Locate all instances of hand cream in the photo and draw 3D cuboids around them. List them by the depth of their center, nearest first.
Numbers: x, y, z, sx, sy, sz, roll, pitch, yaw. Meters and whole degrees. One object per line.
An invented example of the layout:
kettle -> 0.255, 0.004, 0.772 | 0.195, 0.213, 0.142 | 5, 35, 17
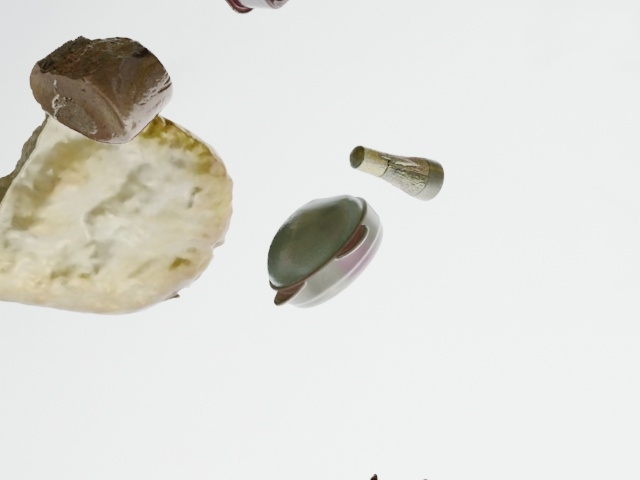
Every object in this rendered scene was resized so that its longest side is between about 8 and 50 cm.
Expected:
hand cream -> 0.139, -0.137, 1.361 | 0.084, 0.203, 0.084 | -27, -124, 49

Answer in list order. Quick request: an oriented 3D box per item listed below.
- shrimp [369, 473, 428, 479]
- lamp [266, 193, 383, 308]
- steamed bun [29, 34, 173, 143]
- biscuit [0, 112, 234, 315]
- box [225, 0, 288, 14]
shrimp -> 0.122, 0.379, 1.083 | 0.091, 0.127, 0.025 | 39, -64, 23
lamp -> -0.002, -0.002, 1.015 | 0.179, 0.108, 0.246 | -35, -165, 13
steamed bun -> -0.297, -0.220, 0.986 | 0.175, 0.106, 0.145 | 21, -130, 15
biscuit -> -0.367, -0.049, 1.261 | 0.429, 0.446, 0.104 | -60, -141, 18
box -> -0.124, -0.526, 1.179 | 0.193, 0.294, 0.167 | -45, -144, -5
